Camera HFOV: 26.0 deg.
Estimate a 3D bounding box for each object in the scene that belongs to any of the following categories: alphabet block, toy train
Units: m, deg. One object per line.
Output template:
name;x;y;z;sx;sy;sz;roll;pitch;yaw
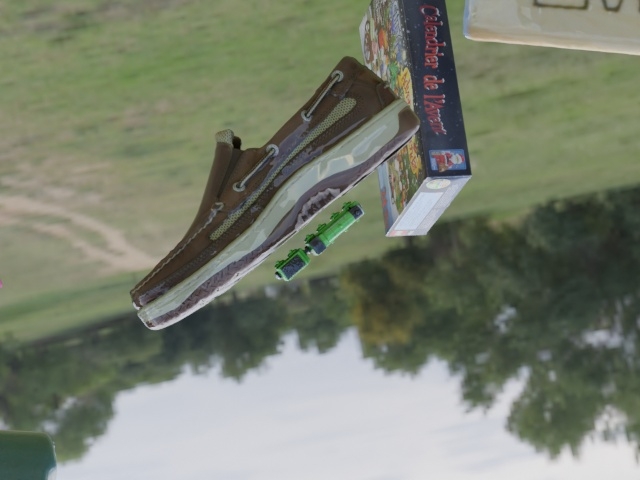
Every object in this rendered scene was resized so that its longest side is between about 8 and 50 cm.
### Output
alphabet block;0.236;-0.259;1.090;0.197;0.193;0.192;9;-156;22
toy train;0.000;0.000;1.011;0.083;0.017;0.024;-41;-172;-10

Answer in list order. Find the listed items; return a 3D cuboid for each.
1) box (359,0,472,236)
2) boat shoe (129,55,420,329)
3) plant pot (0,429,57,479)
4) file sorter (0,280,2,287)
box;0.087;-0.139;1.332;0.044;0.233;0.159;-3;161;-12
boat shoe;-0.050;-0.041;1.047;0.257;0.095;0.095;-39;178;-8
plant pot;-0.416;0.307;1.279;0.334;0.341;0.341;0;175;-16
file sorter;-0.547;0.005;1.533;0.291;0.182;0.202;-28;-147;-24
